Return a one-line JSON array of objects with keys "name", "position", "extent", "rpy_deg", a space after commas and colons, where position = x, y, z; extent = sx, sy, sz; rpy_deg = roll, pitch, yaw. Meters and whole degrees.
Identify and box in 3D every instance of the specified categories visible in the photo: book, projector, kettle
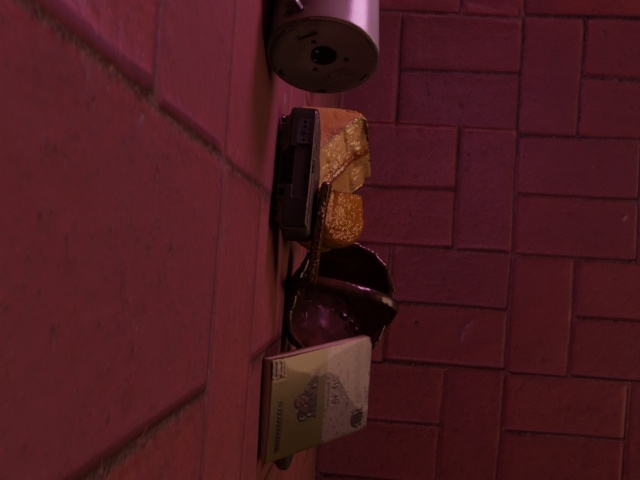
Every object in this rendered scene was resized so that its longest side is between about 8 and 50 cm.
[{"name": "book", "position": [0.000, 0.358, 1.608], "extent": [0.352, 0.035, 0.239], "rpy_deg": [-3, 98, -48]}, {"name": "projector", "position": [-0.048, -0.139, 1.535], "extent": [0.193, 0.088, 0.269], "rpy_deg": [80, 15, -78]}, {"name": "kettle", "position": [-0.009, -0.473, 1.305], "extent": [0.205, 0.265, 0.318], "rpy_deg": [-34, -136, 53]}]

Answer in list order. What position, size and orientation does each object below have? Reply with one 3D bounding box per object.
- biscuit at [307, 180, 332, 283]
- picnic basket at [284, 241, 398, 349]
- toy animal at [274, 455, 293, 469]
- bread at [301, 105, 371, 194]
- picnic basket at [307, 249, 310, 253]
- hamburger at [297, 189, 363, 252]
[{"name": "biscuit", "position": [-0.006, -0.016, 1.555], "extent": [0.131, 0.026, 0.236], "rpy_deg": [-48, 148, -83]}, {"name": "picnic basket", "position": [0.058, 0.151, 1.802], "extent": [0.337, 0.293, 0.337], "rpy_deg": [-164, -90, -87]}, {"name": "toy animal", "position": [-0.091, 0.397, 1.600], "extent": [0.079, 0.070, 0.253], "rpy_deg": [124, -34, -81]}, {"name": "bread", "position": [0.032, -0.193, 1.893], "extent": [0.263, 0.198, 0.236], "rpy_deg": [79, 20, -47]}, {"name": "picnic basket", "position": [0.000, 0.000, 2.458], "extent": [0.164, 0.079, 0.115], "rpy_deg": [-77, 169, -69]}, {"name": "hamburger", "position": [0.003, -0.047, 1.752], "extent": [0.283, 0.144, 0.156], "rpy_deg": [1, 91, -60]}]
